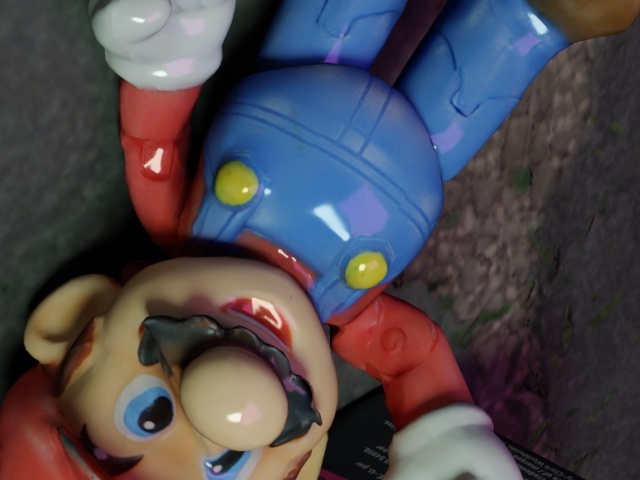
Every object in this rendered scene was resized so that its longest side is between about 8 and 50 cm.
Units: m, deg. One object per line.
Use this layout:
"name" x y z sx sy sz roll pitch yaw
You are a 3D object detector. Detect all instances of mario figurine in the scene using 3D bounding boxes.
"mario figurine" 0.000 0.000 0.614 0.320 0.198 0.170 -61 153 -10

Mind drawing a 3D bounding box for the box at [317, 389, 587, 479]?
"box" -0.005 0.205 0.747 0.270 0.143 0.165 -27 127 -35
